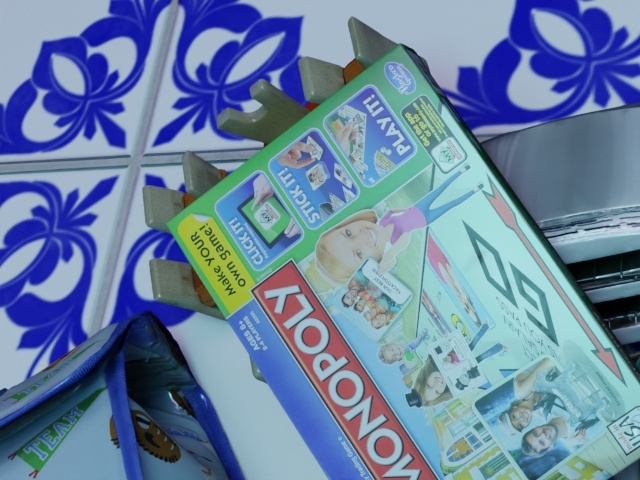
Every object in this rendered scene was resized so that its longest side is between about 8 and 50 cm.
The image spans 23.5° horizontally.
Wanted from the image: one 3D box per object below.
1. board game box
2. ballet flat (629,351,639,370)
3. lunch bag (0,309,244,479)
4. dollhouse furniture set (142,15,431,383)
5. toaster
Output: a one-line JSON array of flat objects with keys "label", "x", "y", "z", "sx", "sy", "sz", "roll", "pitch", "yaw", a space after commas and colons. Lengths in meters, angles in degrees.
[{"label": "board game box", "x": 0.064, "y": 0.056, "z": 1.048, "sx": 0.213, "sy": 0.046, "sz": 0.317, "roll": -37, "pitch": 78, "yaw": 13}, {"label": "ballet flat", "x": 0.220, "y": 0.122, "z": 1.093, "sx": 0.248, "sy": 0.086, "sz": 0.086, "roll": -2, "pitch": 63, "yaw": 20}, {"label": "lunch bag", "x": -0.220, "y": 0.250, "z": 1.147, "sx": 0.328, "sy": 0.239, "sz": 0.385, "roll": -32, "pitch": 37, "yaw": 8}, {"label": "dollhouse furniture set", "x": 0.000, "y": 0.000, "z": 1.224, "sx": 0.262, "sy": 0.135, "sz": 0.259, "roll": -36, "pitch": 50, "yaw": 33}, {"label": "toaster", "x": 0.203, "y": -0.007, "z": 1.118, "sx": 0.227, "sy": 0.129, "sz": 0.146, "roll": -11, "pitch": 37, "yaw": 21}]
